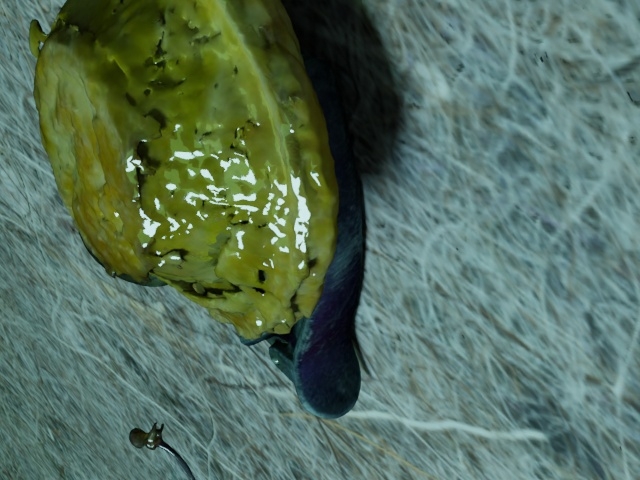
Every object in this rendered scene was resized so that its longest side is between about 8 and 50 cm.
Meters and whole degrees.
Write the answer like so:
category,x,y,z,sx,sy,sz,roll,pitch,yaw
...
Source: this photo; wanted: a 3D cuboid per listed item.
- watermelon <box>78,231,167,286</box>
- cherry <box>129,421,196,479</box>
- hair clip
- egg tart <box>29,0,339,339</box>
category,x,y,z,sx,sy,sz,roll,pitch,yaw
watermelon,-0.113,-0.012,1.132,0.110,0.078,0.078,19,140,57
cherry,-0.095,0.245,1.481,0.226,0.090,0.107,65,172,-7
hair clip,0.000,0.000,0.974,0.083,0.048,0.275,47,153,24
egg tart,-0.074,-0.059,0.893,0.241,0.106,0.241,50,150,43
